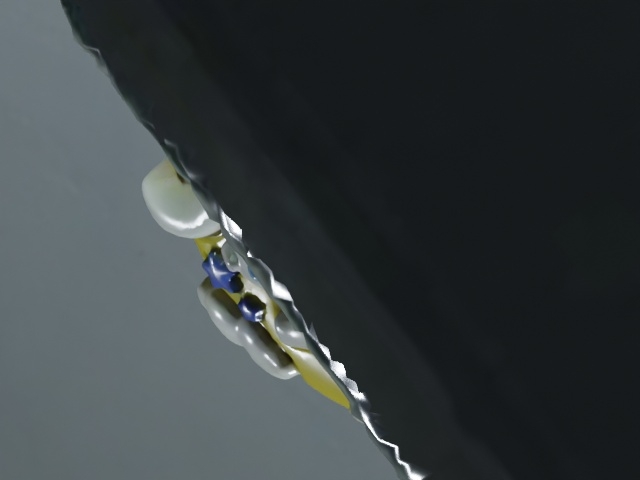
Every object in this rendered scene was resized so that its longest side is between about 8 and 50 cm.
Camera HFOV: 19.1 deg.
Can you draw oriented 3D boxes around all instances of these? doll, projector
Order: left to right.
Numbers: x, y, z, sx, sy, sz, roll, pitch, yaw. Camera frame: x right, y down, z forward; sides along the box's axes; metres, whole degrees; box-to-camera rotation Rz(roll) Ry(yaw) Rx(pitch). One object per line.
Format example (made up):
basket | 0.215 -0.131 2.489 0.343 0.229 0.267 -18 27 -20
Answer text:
doll | 0.000 0.000 1.077 0.252 0.111 0.237 25 137 39
projector | 0.165 -0.110 0.463 0.405 0.242 0.395 -41 78 16
